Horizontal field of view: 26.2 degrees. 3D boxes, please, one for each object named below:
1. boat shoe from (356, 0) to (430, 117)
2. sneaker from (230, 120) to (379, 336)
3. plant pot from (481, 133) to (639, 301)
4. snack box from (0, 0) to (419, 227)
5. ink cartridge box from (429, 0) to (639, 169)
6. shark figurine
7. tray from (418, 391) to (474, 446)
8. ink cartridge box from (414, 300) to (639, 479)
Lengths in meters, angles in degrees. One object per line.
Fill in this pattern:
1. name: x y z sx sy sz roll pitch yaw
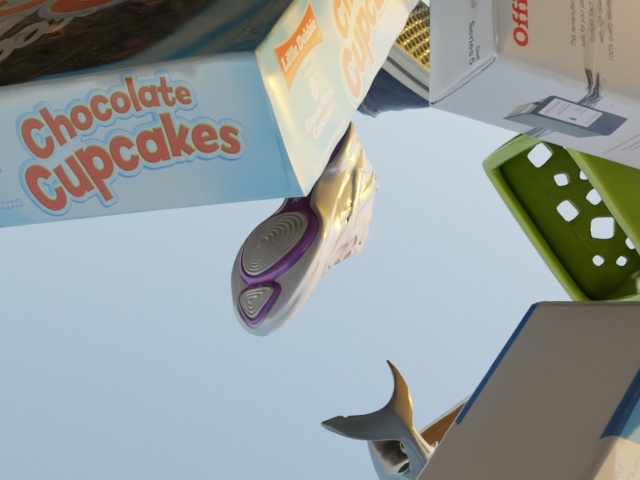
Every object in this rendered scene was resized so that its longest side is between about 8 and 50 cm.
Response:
1. boat shoe: -0.017 -0.296 1.701 0.156 0.186 0.500 -23 144 31
2. sneaker: 0.000 0.000 1.610 0.114 0.152 0.305 -2 -132 36
3. plant pot: 0.349 -0.069 1.512 0.207 0.227 0.228 -34 -178 -15
4. snack box: -0.051 -0.112 0.586 0.187 0.060 0.322 -6 -150 23
5. ink cartridge box: 0.244 -0.202 1.315 0.273 0.198 0.115 14 155 -26
6. shark figurine: 0.071 0.231 1.325 0.116 0.278 0.166 -36 -105 -7
7. tray: 0.190 0.415 1.692 0.076 0.411 0.203 3 -163 35
8. ink cartridge box: 0.259 0.286 1.136 0.166 0.395 0.285 -3 -141 46
